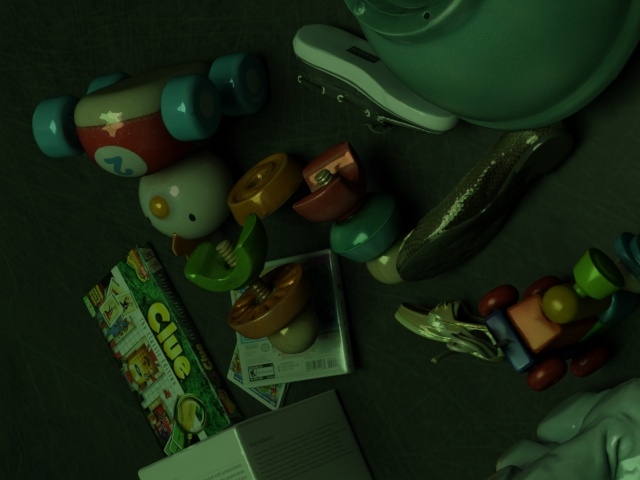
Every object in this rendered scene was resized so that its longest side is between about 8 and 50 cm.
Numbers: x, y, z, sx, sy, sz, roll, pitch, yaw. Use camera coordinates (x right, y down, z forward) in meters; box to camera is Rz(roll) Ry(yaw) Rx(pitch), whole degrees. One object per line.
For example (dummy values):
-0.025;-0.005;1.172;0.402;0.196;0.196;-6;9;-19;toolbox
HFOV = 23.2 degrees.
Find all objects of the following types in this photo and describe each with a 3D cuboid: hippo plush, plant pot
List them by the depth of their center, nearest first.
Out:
0.138;-0.259;1.461;0.293;0.196;0.293;-5;83;41;plant pot
0.312;0.256;1.468;0.294;0.234;0.236;-38;89;-5;hippo plush

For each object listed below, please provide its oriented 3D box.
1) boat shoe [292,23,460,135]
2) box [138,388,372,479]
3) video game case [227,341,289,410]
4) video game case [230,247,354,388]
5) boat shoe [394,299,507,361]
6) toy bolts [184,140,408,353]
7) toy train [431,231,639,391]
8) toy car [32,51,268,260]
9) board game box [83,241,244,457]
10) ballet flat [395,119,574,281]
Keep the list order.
0.057;-0.156;1.667;0.228;0.080;0.076;29;133;30;boat shoe
-0.074;0.268;1.775;0.181;0.182;0.119;-29;80;40;box
-0.064;0.131;1.856;0.087;0.011;0.122;31;116;32;video game case
-0.035;0.092;1.804;0.157;0.019;0.143;-12;83;37;video game case
0.143;0.086;1.650;0.135;0.050;0.045;19;106;26;boat shoe
0.000;0.000;1.719;0.228;0.218;0.158;-28;115;31;toy bolts
0.220;0.062;1.449;0.143;0.248;0.105;-44;69;31;toy train
-0.174;-0.077;1.806;0.219;0.210;0.237;-6;106;29;toy car
-0.201;0.146;1.964;0.136;0.030;0.259;-41;71;35;board game box
0.160;-0.048;1.594;0.250;0.084;0.058;-48;55;32;ballet flat
